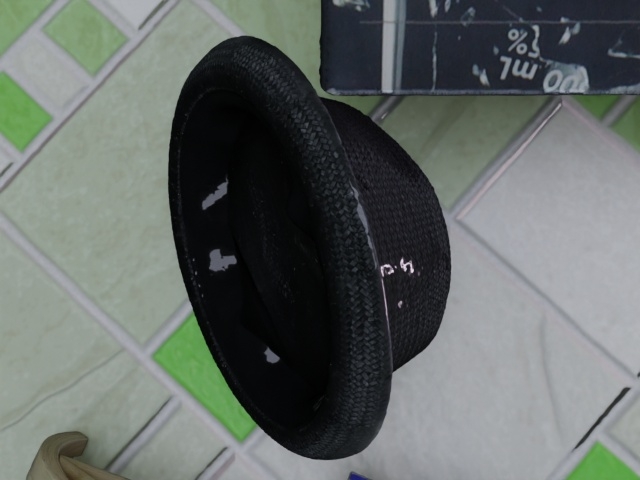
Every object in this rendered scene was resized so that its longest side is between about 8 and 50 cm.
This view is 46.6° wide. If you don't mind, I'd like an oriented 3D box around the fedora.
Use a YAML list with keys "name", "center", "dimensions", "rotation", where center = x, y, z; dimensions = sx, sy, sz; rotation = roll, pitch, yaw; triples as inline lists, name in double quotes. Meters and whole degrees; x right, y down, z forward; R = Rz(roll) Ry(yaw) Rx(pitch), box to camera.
- name: "fedora"
  center: [0.000, 0.000, 0.613]
  dimensions: [0.152, 0.334, 0.334]
  rotation: [-13, 82, -33]

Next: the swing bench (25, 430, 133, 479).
- name: "swing bench"
  center: [-0.180, 0.330, 0.598]
  dimensions: [0.254, 0.165, 0.253]
  rotation: [24, 86, 5]

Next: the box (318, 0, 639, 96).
- name: "box"
  center: [0.234, -0.361, 0.499]
  dimensions: [0.479, 0.297, 0.472]
  rotation: [0, 117, 2]

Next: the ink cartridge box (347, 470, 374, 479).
- name: "ink cartridge box"
  center: [0.031, 0.380, 0.538]
  dimensions: [0.175, 0.069, 0.371]
  rotation: [16, 70, 26]
